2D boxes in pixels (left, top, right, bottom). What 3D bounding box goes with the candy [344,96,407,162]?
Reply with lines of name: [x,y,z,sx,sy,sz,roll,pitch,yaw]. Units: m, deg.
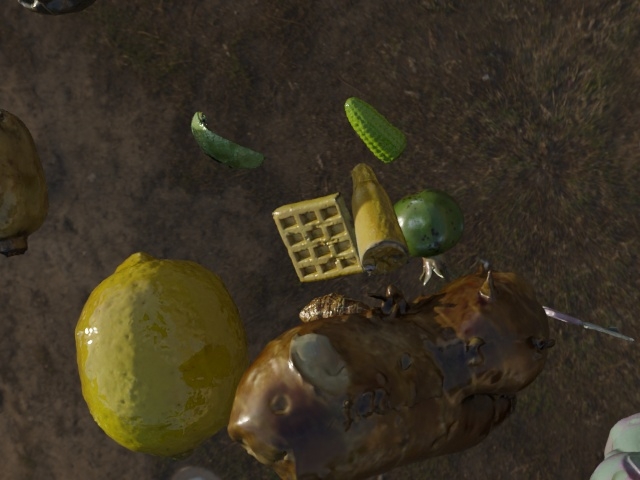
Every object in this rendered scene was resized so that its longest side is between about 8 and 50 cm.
candy: [0.144,-0.305,1.615,0.096,0.097,0.209,-40,111,20]

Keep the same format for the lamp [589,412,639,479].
lamp: [0.654,0.459,1.160,0.247,0.301,0.247,23,122,26]

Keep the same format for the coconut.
coconut: [-0.184,-0.175,1.086,0.158,0.133,0.055,25,82,51]

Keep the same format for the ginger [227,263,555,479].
ginger: [0.102,0.135,0.667,0.176,0.418,0.254,50,129,47]

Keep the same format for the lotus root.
lotus root: [-0.583,-0.110,1.076,0.146,0.160,0.284,0,101,48]

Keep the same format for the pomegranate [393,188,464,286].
pomegranate: [0.255,-0.008,1.411,0.181,0.181,0.224,-8,99,21]

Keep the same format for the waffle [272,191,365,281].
waffle: [0.000,0.000,1.699,0.221,0.055,0.248,-13,110,29]

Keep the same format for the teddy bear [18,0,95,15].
teddy bear: [-0.142,-0.242,0.317,0.177,0.140,0.190,-39,72,-20]

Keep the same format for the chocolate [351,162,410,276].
chocolate: [0.089,-0.049,0.991,0.085,0.085,0.219,-29,44,21]

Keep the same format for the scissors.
scissors: [0.575,0.180,1.298,0.212,0.110,0.021,16,91,10]

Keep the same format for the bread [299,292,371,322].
bread: [0.050,0.191,1.638,0.233,0.105,0.076,3,122,19]

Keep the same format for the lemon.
lemon: [-0.212,0.149,0.810,0.233,0.233,0.288,-26,73,21]
